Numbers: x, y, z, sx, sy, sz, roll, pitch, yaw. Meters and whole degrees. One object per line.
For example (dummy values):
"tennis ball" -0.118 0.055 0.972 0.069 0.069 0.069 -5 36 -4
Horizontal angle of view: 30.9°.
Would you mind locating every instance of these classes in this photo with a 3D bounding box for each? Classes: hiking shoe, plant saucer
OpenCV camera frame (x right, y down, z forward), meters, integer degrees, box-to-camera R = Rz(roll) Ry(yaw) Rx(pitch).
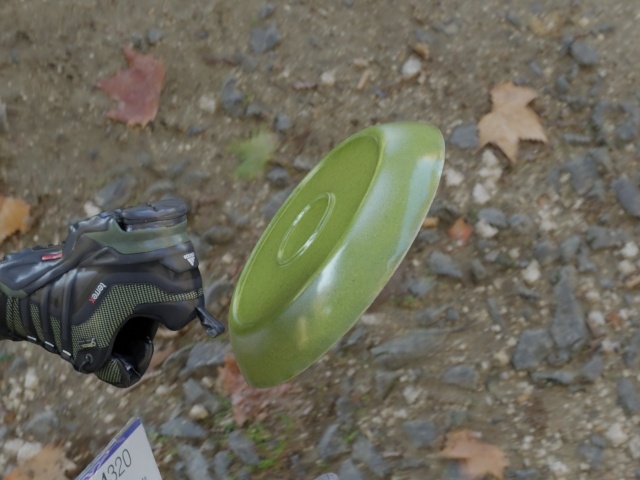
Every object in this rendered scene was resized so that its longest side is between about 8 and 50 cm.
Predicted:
"hiking shoe" -0.173 0.056 0.799 0.086 0.227 0.114 -15 84 -58
"plant saucer" 0.000 0.000 0.875 0.037 0.241 0.241 35 65 -17

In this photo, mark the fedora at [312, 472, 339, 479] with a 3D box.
"fedora" 0.020 0.363 1.390 0.244 0.275 0.124 40 84 0

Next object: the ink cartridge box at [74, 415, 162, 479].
"ink cartridge box" -0.165 0.334 0.739 0.324 0.071 0.330 -46 122 -59
